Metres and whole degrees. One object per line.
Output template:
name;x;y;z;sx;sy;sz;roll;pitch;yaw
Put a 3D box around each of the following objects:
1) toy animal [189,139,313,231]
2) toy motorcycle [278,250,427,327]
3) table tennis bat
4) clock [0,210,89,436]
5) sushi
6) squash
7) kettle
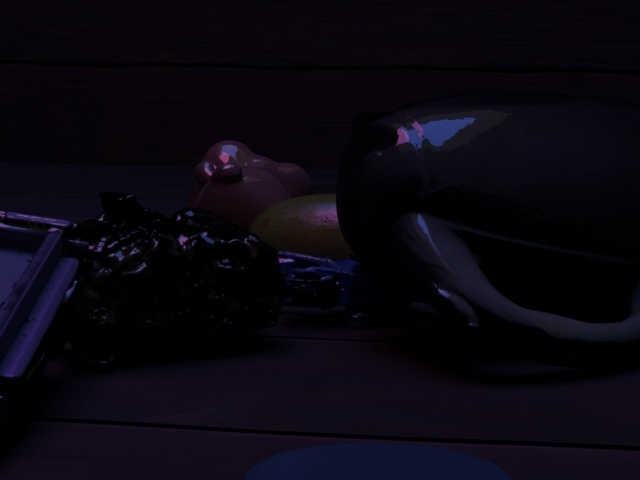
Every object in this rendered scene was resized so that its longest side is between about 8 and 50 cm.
toy animal;-0.095;-0.042;1.470;0.171;0.171;0.197;0;12;-5
toy motorcycle;0.042;0.044;1.153;0.205;0.076;0.114;2;5;-17
table tennis bat;0.015;0.141;0.599;0.153;0.040;0.244;3;5;24
clock;-0.284;0.053;0.803;0.186;0.083;0.253;9;24;-1
sushi;-0.135;0.028;0.991;0.212;0.147;0.115;-2;10;-31
squash;0.000;0.000;1.298;0.187;0.123;0.123;4;9;16
kettle;0.176;-0.006;1.032;0.324;0.228;0.321;4;44;-31
